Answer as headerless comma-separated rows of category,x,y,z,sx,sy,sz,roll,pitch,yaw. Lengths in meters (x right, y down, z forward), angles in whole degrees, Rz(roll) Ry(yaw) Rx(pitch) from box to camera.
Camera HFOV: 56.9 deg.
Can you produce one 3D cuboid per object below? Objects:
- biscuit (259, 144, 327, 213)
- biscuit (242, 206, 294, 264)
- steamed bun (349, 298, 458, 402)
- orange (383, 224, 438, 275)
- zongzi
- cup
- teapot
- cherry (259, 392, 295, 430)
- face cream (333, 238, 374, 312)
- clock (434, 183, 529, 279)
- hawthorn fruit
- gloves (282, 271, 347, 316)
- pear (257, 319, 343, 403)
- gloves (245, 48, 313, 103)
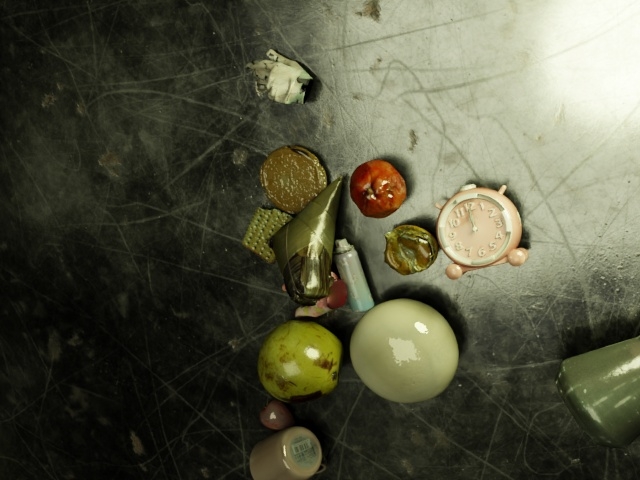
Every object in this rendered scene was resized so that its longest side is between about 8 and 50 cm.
biscuit,-0.084,-0.187,1.827,0.226,0.042,0.226,7,110,19
biscuit,-0.173,-0.027,1.915,0.144,0.016,0.203,34,123,10
steamed bun,0.244,0.334,1.755,0.324,0.206,0.324,7,108,22
orange,0.266,0.024,1.706,0.170,0.112,0.160,41,131,33
zongzi,0.000,0.000,1.714,0.317,0.154,0.289,-51,41,24
cup,-0.085,0.752,2.022,0.253,0.191,0.200,23,137,-25
teapot,0.823,0.365,1.517,0.344,0.253,0.300,-40,121,23
cherry,-0.155,0.614,2.072,0.126,0.087,0.106,23,118,18
face cream,0.097,0.105,1.821,0.075,0.075,0.229,-15,98,26
clock,0.432,-0.035,1.613,0.227,0.142,0.241,-16,89,25
hawthorn fruit,0.156,-0.139,1.670,0.173,0.179,0.173,7,131,8
gloves,-0.018,0.165,1.864,0.241,0.126,0.145,2,107,61
pear,-0.062,0.387,1.871,0.283,0.283,0.284,7,108,21
gloves,-0.130,-0.477,1.727,0.212,0.111,0.127,21,118,7
